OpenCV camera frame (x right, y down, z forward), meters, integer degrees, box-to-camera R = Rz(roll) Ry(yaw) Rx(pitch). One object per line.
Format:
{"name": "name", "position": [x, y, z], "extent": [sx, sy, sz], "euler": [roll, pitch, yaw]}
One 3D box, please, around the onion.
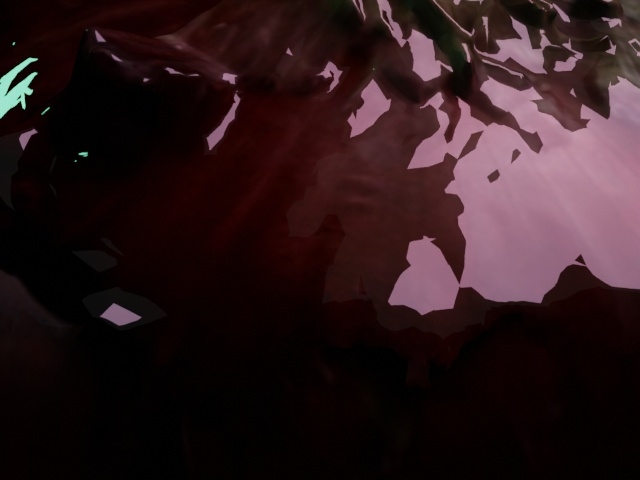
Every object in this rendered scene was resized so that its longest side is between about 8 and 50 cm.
{"name": "onion", "position": [0.000, 0.000, 0.475], "extent": [0.272, 0.195, 0.272], "euler": [0, 45, 0]}
